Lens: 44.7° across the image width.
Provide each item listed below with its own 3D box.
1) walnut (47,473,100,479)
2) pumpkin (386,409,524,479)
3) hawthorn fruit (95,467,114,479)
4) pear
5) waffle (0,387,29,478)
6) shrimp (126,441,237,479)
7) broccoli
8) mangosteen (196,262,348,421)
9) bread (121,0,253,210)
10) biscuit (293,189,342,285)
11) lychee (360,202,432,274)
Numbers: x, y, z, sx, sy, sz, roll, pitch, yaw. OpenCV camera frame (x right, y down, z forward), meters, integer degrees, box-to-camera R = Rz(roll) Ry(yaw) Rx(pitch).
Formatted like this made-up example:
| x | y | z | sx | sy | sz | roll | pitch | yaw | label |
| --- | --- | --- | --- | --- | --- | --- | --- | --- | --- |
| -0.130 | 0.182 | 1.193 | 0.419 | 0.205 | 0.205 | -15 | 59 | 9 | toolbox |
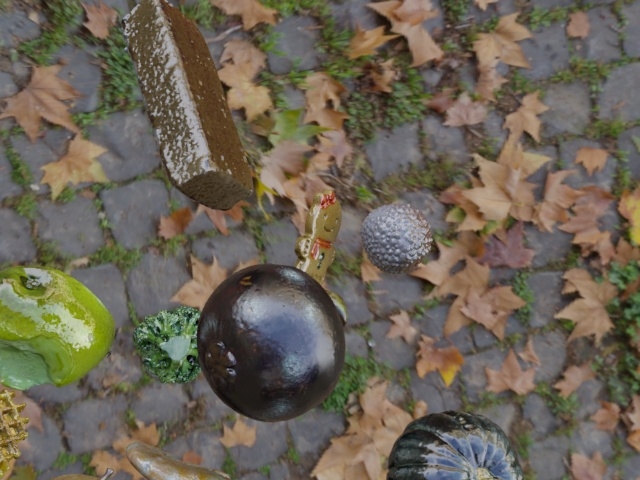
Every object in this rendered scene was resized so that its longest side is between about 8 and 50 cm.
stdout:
| x | y | z | sx | sy | sz | roll | pitch | yaw | label |
| --- | --- | --- | --- | --- | --- | --- | --- | --- | --- |
| -0.548 | 0.746 | 1.821 | 0.383 | 0.383 | 0.384 | -2 | 101 | -11 | walnut |
| 0.206 | 0.368 | 1.194 | 0.220 | 0.162 | 0.221 | 12 | 64 | -26 | pumpkin |
| -0.291 | 0.363 | 0.840 | 0.242 | 0.242 | 0.272 | 38 | 51 | -15 | hawthorn fruit |
| -0.637 | 0.187 | 1.730 | 0.286 | 0.176 | 0.282 | -7 | 132 | 6 | pear |
| -0.712 | 0.376 | 1.585 | 0.228 | 0.232 | 0.051 | 33 | 126 | -18 | waffle |
| -0.255 | 0.472 | 1.554 | 0.317 | 0.168 | 0.077 | 36 | 83 | -38 | shrimp |
| -0.332 | 0.239 | 1.797 | 0.195 | 0.156 | 0.195 | 1 | 78 | -4 | broccoli |
| -0.076 | 0.175 | 1.368 | 0.288 | 0.288 | 0.288 | -2 | 101 | -11 | mangosteen |
| -0.247 | -0.252 | 1.432 | 0.113 | 0.165 | 0.417 | -31 | 62 | 19 | bread |
| 0.000 | 0.000 | 1.730 | 0.036 | 0.166 | 0.226 | 15 | 86 | 30 | biscuit |
| 0.171 | -0.012 | 1.761 | 0.165 | 0.197 | 0.165 | 1 | 137 | 1 | lychee |
